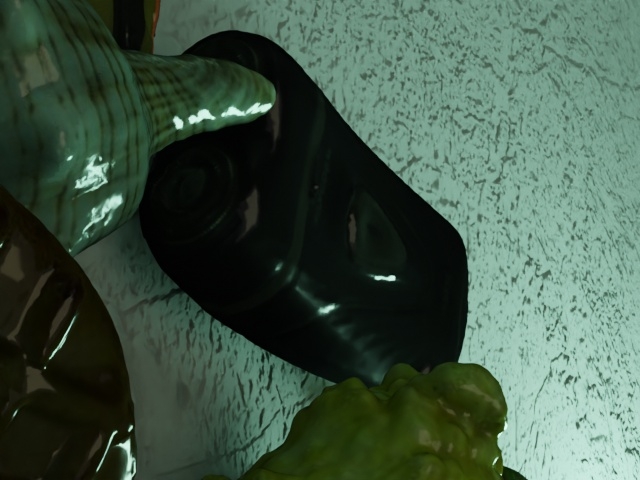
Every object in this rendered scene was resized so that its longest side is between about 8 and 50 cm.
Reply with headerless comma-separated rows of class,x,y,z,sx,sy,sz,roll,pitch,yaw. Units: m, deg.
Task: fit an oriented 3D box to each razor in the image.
razor,-0.002,0.000,0.919,0.349,0.113,0.204,41,50,-47

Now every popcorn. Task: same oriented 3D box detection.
popcorn,0.046,0.217,0.833,0.250,0.235,0.242,-43,146,-31

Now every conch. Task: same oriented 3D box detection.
conch,-0.161,-0.050,0.624,0.386,0.203,0.170,8,38,-41

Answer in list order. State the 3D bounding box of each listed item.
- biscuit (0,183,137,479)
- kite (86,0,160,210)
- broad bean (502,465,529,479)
biscuit,-0.220,0.108,0.465,0.332,0.103,0.332,-12,108,-41
kite,-0.205,-0.173,0.745,0.327,0.013,0.378,-53,126,-48
broad bean,0.127,0.228,1.107,0.339,0.061,0.077,33,43,-50
